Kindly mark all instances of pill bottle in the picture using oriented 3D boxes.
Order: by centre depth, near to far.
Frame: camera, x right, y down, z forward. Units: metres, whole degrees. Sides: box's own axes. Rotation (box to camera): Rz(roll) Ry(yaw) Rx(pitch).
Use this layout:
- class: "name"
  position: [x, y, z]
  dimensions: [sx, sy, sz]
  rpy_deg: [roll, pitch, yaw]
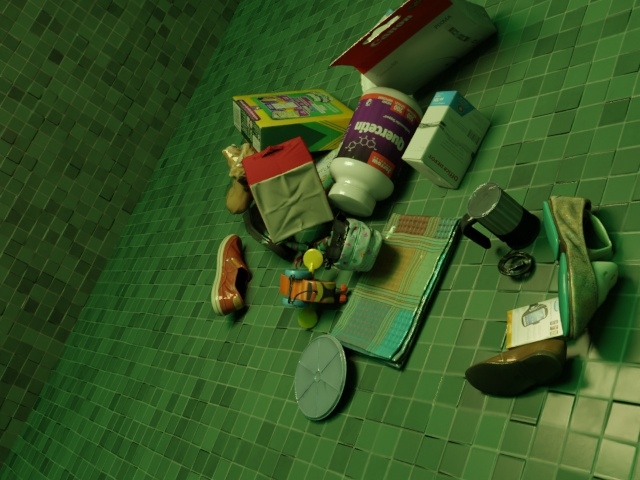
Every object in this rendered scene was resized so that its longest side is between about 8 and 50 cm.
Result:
- class: "pill bottle"
  position: [0.139, -0.233, 1.947]
  dimensions: [0.181, 0.181, 0.323]
  rpy_deg: [-1, 61, 55]

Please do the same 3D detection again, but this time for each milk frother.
- class: "milk frother"
  position: [0.363, -0.018, 1.461]
  dimensions: [0.129, 0.134, 0.143]
  rpy_deg: [-49, 31, 15]

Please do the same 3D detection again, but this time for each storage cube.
- class: "storage cube"
  position: [-0.091, -0.138, 1.973]
  dimensions: [0.183, 0.215, 0.193]
  rpy_deg: [-21, 29, -2]

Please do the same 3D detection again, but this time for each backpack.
- class: "backpack"
  position: [0.080, 0.010, 1.789]
  dimensions: [0.182, 0.115, 0.152]
  rpy_deg: [-162, 83, -83]

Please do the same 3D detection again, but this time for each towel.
- class: "towel"
  position: [0.172, 0.103, 1.722]
  dimensions: [0.271, 0.040, 0.370]
  rpy_deg: [7, 68, 57]

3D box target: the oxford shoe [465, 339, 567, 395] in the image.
- class: "oxford shoe"
  position: [0.355, 0.227, 1.325]
  dimensions: [0.212, 0.076, 0.076]
  rpy_deg: [-25, 12, 46]

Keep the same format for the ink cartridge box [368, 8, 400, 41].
- class: "ink cartridge box"
  position: [0.215, -0.684, 2.398]
  dimensions: [0.122, 0.052, 0.088]
  rpy_deg: [-45, 31, 17]

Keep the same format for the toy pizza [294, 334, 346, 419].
- class: "toy pizza"
  position: [0.005, 0.324, 1.739]
  dimensions: [0.201, 0.032, 0.201]
  rpy_deg: [-30, 52, 47]

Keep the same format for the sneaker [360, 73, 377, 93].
- class: "sneaker"
  position: [0.221, -0.536, 2.199]
  dimensions: [0.129, 0.111, 0.297]
  rpy_deg: [13, 74, 53]

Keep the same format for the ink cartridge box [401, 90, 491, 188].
- class: "ink cartridge box"
  position: [0.302, -0.240, 1.755]
  dimensions: [0.082, 0.139, 0.191]
  rpy_deg: [18, 77, 58]

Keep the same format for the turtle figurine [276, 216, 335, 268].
- class: "turtle figurine"
  position: [0.000, 0.000, 1.998]
  dimensions: [0.234, 0.118, 0.175]
  rpy_deg: [-10, 20, 47]

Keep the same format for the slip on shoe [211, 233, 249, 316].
- class: "slip on shoe"
  position: [-0.271, 0.104, 2.321]
  dimensions: [0.101, 0.123, 0.331]
  rpy_deg: [-11, 39, 10]

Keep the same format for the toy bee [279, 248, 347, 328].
- class: "toy bee"
  position: [-0.018, 0.139, 1.892]
  dimensions: [0.298, 0.162, 0.195]
  rpy_deg: [-103, 20, -67]

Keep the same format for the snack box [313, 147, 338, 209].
- class: "snack box"
  position: [0.035, -0.179, 2.160]
  dimensions: [0.207, 0.070, 0.175]
  rpy_deg: [-16, 50, 47]

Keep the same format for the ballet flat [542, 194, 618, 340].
- class: "ballet flat"
  position: [0.465, 0.034, 1.299]
  dimensions: [0.106, 0.108, 0.316]
  rpy_deg: [-3, 50, 10]

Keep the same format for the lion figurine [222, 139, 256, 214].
- class: "lion figurine"
  position: [-0.246, -0.189, 2.401]
  dimensions: [0.392, 0.142, 0.240]
  rpy_deg: [103, -178, -49]

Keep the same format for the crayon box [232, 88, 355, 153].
- class: "crayon box"
  position: [-0.081, -0.372, 2.288]
  dimensions: [0.363, 0.313, 0.106]
  rpy_deg: [-128, 34, -59]

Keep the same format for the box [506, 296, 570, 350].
- class: "box"
  position: [0.405, 0.153, 1.345]
  dimensions: [0.136, 0.028, 0.081]
  rpy_deg: [-22, 45, 42]

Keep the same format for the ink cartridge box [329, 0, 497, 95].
- class: "ink cartridge box"
  position: [0.246, -0.496, 1.888]
  dimensions: [0.308, 0.385, 0.091]
  rpy_deg: [-32, 81, 34]

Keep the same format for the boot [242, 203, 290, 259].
- class: "boot"
  position: [-0.114, -0.114, 2.255]
  dimensions: [0.260, 0.131, 0.348]
  rpy_deg: [-52, 30, 9]
